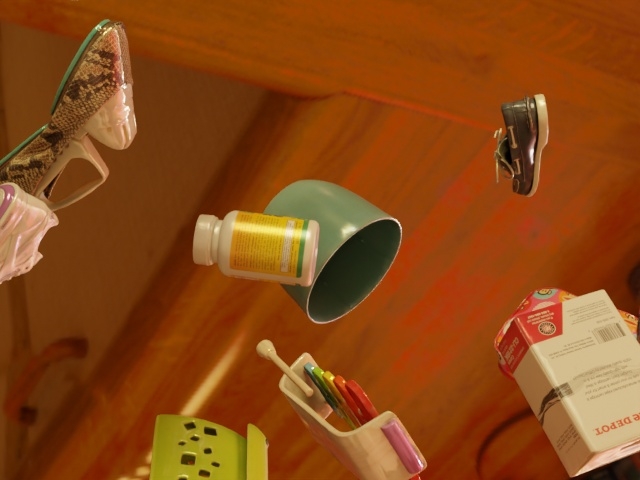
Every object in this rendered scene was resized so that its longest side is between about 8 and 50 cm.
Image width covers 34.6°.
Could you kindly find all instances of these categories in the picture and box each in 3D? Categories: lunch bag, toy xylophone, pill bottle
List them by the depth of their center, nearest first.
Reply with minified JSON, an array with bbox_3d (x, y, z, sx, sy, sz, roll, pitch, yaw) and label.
[{"bbox_3d":[0.023,0.254,1.555,0.081,0.322,0.236,-38,122,-14],"label":"toy xylophone"},{"bbox_3d":[-0.112,0.010,1.789,0.208,0.118,0.118,7,139,4],"label":"pill bottle"},{"bbox_3d":[0.532,0.245,2.226,0.258,0.293,0.120,-45,138,-28],"label":"lunch bag"}]

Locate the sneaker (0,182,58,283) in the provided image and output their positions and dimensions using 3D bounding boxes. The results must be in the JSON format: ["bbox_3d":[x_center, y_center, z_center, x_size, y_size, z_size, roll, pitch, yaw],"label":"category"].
[{"bbox_3d":[-0.584,0.050,1.833,0.305,0.114,0.152,-52,138,6],"label":"sneaker"}]

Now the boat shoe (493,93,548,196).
[{"bbox_3d":[0.328,-0.150,1.705,0.079,0.095,0.254,-4,157,5],"label":"boat shoe"}]

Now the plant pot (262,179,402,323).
[{"bbox_3d":[0.000,0.000,2.319,0.293,0.235,0.293,-35,151,-24],"label":"plant pot"}]

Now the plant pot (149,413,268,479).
[{"bbox_3d":[-0.195,0.463,1.841,0.207,0.227,0.228,-1,125,-3],"label":"plant pot"}]

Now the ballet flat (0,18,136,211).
[{"bbox_3d":[-0.456,-0.193,1.930,0.182,0.164,0.483,44,119,-3],"label":"ballet flat"}]

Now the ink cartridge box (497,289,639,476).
[{"bbox_3d":[0.466,0.245,1.785,0.197,0.273,0.114,-14,148,-20],"label":"ink cartridge box"}]

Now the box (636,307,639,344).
[{"bbox_3d":[0.744,0.160,1.891,0.299,0.142,0.154,5,121,13],"label":"box"}]
